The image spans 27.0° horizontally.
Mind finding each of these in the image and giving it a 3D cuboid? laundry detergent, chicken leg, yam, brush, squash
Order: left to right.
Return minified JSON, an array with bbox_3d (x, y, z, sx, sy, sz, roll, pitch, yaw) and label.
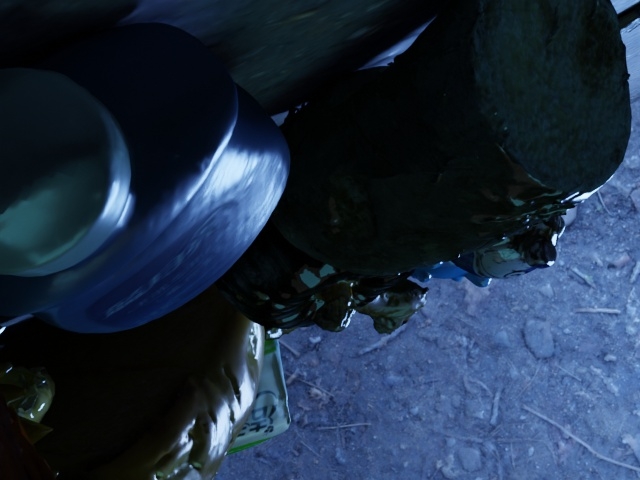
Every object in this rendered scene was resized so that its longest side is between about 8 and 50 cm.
[{"bbox_3d":[-0.088,-0.020,0.565,0.143,0.094,0.290,-38,177,2],"label":"laundry detergent"},{"bbox_3d":[-0.009,0.046,1.571,0.361,0.140,0.211,1,176,-30],"label":"chicken leg"},{"bbox_3d":[-0.001,-0.005,1.110,0.193,0.156,0.193,-37,160,-16],"label":"squash"},{"bbox_3d":[0.079,-0.063,0.816,0.154,0.154,0.254,-22,174,-37],"label":"yam"},{"bbox_3d":[0.326,-0.225,1.186,0.043,0.014,0.170,-21,174,-47],"label":"brush"}]

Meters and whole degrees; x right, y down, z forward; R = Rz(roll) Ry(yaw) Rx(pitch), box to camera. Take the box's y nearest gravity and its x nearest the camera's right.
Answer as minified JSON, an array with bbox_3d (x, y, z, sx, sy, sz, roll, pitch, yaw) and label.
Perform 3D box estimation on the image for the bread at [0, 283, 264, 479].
[{"bbox_3d":[-0.217,0.182,1.334,0.337,0.148,0.328,-6,-149,33],"label":"bread"}]

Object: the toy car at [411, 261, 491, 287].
[{"bbox_3d":[0.187,-0.042,1.634,0.255,0.190,0.188,-26,177,-14],"label":"toy car"}]

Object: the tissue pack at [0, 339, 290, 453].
[{"bbox_3d":[-0.287,0.218,1.697,0.404,0.205,0.331,-10,174,-28],"label":"tissue pack"}]

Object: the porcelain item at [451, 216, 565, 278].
[{"bbox_3d":[0.131,-0.032,1.417,0.186,0.138,0.288,-15,161,35],"label":"porcelain item"}]

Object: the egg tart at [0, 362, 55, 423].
[{"bbox_3d":[-0.383,0.174,1.104,0.341,0.132,0.341,-28,-172,4],"label":"egg tart"}]

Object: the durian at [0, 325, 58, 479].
[{"bbox_3d":[-0.240,0.145,0.431,0.347,0.348,0.384,-23,-152,-20],"label":"durian"}]
